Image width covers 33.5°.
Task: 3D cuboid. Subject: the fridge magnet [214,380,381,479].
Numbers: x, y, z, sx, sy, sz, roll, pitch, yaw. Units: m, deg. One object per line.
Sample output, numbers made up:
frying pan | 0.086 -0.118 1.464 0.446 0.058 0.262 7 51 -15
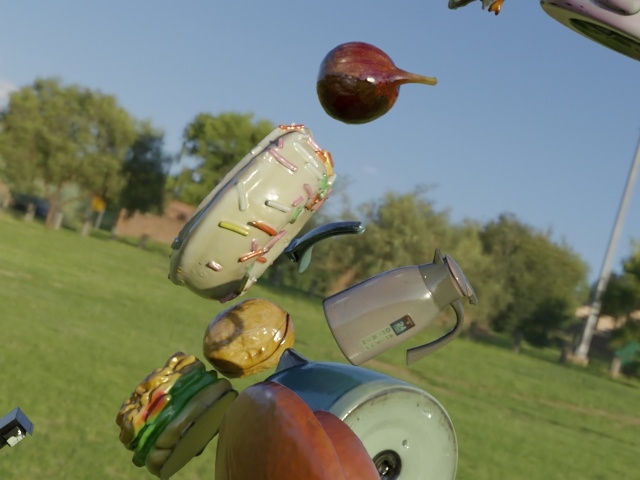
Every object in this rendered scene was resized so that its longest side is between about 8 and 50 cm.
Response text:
fridge magnet | -0.028 0.348 1.293 0.155 0.363 0.363 -8 8 -26

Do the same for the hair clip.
hair clip | 0.000 0.000 2.118 0.083 0.048 0.275 49 -30 -8

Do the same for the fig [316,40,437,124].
fig | 0.100 -0.312 2.084 0.207 0.175 0.175 -6 -16 30

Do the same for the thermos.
thermos | 0.119 0.100 1.472 0.137 0.193 0.105 61 9 -10

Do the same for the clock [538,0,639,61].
clock | 0.415 -0.307 1.437 0.248 0.090 0.227 26 7 11

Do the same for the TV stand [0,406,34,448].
TV stand | -0.555 0.350 1.622 0.040 0.256 0.049 55 -2 -17

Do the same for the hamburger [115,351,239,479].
hamburger | -0.271 0.312 1.921 0.149 0.237 0.237 37 0 13

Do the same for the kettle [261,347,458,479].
kettle | 0.011 0.336 1.633 0.247 0.319 0.342 -7 11 -31

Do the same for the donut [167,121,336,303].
donut | -0.115 -0.042 1.924 0.142 0.382 0.382 41 -3 4

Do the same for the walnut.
walnut | -0.131 0.184 2.004 0.144 0.180 0.144 56 9 -14

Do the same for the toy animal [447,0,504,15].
toy animal | 0.366 -0.552 2.002 0.284 0.225 0.302 -25 -17 -7
